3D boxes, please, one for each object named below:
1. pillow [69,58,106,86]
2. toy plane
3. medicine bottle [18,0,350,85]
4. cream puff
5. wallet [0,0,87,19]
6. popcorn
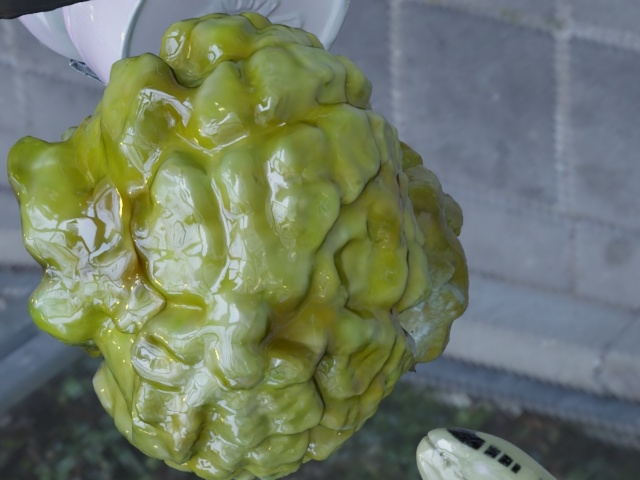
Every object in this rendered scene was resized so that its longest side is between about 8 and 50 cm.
[{"bbox_3d":[-0.117,-0.209,1.783,0.141,0.208,0.055,29,167,2],"label":"pillow"},{"bbox_3d":[0.150,0.200,1.239,0.244,0.229,0.092,33,105,-16],"label":"toy plane"},{"bbox_3d":[-0.157,-0.252,1.372,0.378,0.213,0.213,47,143,35],"label":"medicine bottle"},{"bbox_3d":[0.002,-0.004,1.410,0.195,0.221,0.194,9,101,53],"label":"cream puff"},{"bbox_3d":[-0.111,-0.167,0.784,0.018,0.082,0.156,22,121,46],"label":"wallet"},{"bbox_3d":[-0.055,0.008,1.156,0.258,0.224,0.270,52,130,14],"label":"popcorn"}]
